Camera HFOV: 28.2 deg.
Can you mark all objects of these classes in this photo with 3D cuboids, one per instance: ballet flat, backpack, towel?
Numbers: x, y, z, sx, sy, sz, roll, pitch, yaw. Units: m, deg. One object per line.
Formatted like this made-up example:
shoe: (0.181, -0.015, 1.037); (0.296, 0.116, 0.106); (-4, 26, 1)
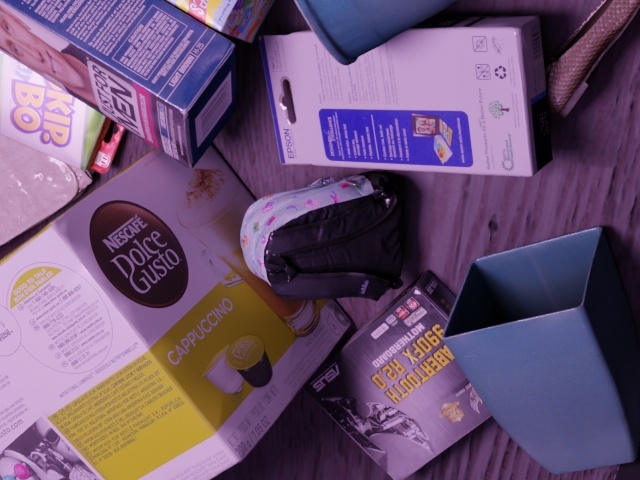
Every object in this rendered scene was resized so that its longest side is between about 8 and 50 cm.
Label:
ballet flat: (0.292, -0.235, 1.316); (0.058, 0.084, 0.250); (33, 128, 4)
backpack: (0.000, 0.000, 1.492); (0.115, 0.182, 0.152); (32, 132, 60)
towel: (-0.449, -0.086, 1.697); (0.282, 0.049, 0.187); (-29, 99, 18)

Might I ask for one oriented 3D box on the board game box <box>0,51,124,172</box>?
board game box: (-0.370, -0.186, 1.609); (0.259, 0.039, 0.124); (23, 105, -3)

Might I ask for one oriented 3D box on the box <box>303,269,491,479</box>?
box: (0.115, 0.174, 1.593); (0.183, 0.056, 0.231); (47, 123, -2)

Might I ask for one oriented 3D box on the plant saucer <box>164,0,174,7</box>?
plant saucer: (-0.256, -0.299, 1.545); (0.195, 0.037, 0.195); (10, 116, 20)

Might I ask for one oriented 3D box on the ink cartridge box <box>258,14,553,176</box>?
ink cartridge box: (0.091, -0.162, 1.421); (0.332, 0.065, 0.165); (6, 116, 33)

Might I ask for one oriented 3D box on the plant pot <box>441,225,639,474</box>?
plant pot: (0.274, 0.140, 1.451); (0.165, 0.165, 0.234); (-15, 114, 28)

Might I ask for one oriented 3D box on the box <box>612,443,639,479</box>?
box: (0.473, 0.302, 1.389); (0.307, 0.242, 0.076); (-2, 113, 25)

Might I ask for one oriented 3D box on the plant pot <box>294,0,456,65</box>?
plant pot: (0.088, -0.348, 1.258); (0.255, 0.272, 0.272); (-22, 104, 14)

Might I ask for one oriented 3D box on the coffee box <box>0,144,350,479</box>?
coffee box: (-0.237, 0.119, 1.554); (0.338, 0.337, 0.334); (-34, 97, 32)

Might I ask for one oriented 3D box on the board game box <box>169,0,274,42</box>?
board game box: (-0.172, -0.351, 1.398); (0.275, 0.142, 0.144); (31, 98, 7)

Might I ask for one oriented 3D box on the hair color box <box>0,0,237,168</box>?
hair color box: (-0.265, -0.235, 1.447); (0.347, 0.105, 0.174); (32, 163, 7)
